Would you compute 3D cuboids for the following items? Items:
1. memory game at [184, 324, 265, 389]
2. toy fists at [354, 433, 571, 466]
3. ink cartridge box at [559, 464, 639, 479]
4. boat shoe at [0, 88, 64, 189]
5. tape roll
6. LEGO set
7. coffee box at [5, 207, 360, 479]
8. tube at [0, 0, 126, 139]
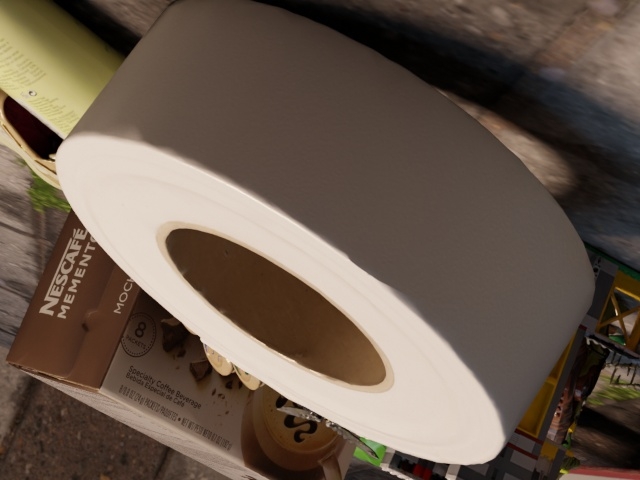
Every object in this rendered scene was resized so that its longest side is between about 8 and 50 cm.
[{"bbox_3d":[-0.070,0.011,1.250,0.186,0.012,0.186,42,143,42],"label":"memory game"},{"bbox_3d":[0.108,0.162,1.705,0.142,0.096,0.279,10,173,-17],"label":"toy fists"},{"bbox_3d":[0.308,0.303,1.651,0.279,0.160,0.385,4,166,4],"label":"ink cartridge box"},{"bbox_3d":[-0.182,-0.066,1.326,0.135,0.050,0.045,30,171,-34],"label":"boat shoe"},{"bbox_3d":[0.000,0.000,1.021,0.286,0.100,0.286,30,161,11],"label":"tape roll"},{"bbox_3d":[0.129,0.122,1.243,0.255,0.192,0.331,30,166,-30],"label":"LEGO set"},{"bbox_3d":[-0.088,0.087,1.551,0.119,0.168,0.297,11,163,43],"label":"coffee box"},{"bbox_3d":[-0.192,-0.134,1.049,0.070,0.062,0.240,-34,132,21],"label":"tube"}]
